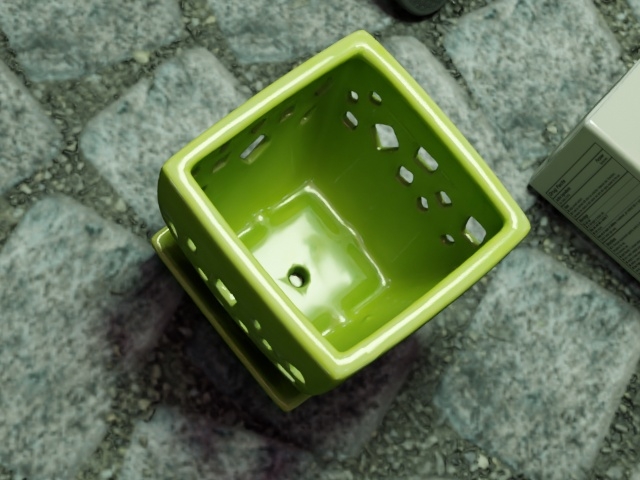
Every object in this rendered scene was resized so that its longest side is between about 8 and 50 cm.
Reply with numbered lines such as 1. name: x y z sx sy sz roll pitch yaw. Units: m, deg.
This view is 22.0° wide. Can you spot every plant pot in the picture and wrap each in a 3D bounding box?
1. plant pot: 0.000 0.000 1.388 0.228 0.207 0.227 -36 83 -25

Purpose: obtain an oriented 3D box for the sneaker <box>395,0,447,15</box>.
1. sneaker: 0.032 -0.345 1.594 0.090 0.145 0.270 -39 119 -14

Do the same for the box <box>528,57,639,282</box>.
1. box: 0.336 -0.043 1.528 0.232 0.148 0.127 42 65 3
